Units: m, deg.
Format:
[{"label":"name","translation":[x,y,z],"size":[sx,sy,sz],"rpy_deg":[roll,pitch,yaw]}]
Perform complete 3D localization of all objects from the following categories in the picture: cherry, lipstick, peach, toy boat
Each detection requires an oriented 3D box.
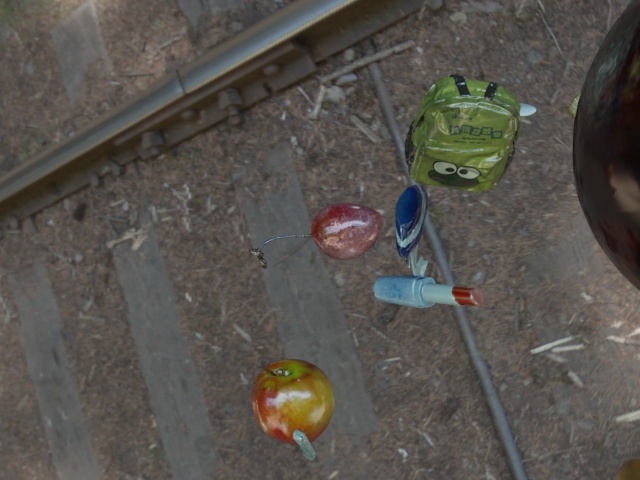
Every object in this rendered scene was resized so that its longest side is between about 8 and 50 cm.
[{"label":"cherry","translation":[0.000,0.000,1.157],"size":[0.226,0.107,0.090],"rpy_deg":[-20,61,19]},{"label":"lipstick","translation":[0.225,0.108,1.441],"size":[0.274,0.061,0.068],"rpy_deg":[1,100,52]},{"label":"peach","translation":[-0.059,0.360,1.521],"size":[0.198,0.197,0.197],"rpy_deg":[1,93,29]},{"label":"toy boat","translation":[0.232,0.005,1.733],"size":[0.071,0.210,0.291],"rpy_deg":[7,121,21]}]

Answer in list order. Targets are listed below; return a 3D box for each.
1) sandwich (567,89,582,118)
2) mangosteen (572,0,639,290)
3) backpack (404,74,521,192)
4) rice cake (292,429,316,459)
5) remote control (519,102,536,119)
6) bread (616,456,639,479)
[{"label":"sandwich","translation":[0.583,-0.207,1.152],"size":[0.288,0.100,0.254],"rpy_deg":[63,142,29]},{"label":"mangosteen","translation":[0.243,-0.086,0.312],"size":[0.232,0.231,0.288],"rpy_deg":[12,88,29]},{"label":"backpack","translation":[0.267,-0.202,1.288],"size":[0.207,0.253,0.139],"rpy_deg":[8,61,2]},{"label":"rice cake","translation":[-0.031,0.399,1.346],"size":[0.022,0.121,0.021],"rpy_deg":[18,60,24]},{"label":"remote control","translation":[0.359,-0.285,1.602],"size":[0.103,0.294,0.051],"rpy_deg":[-24,77,64]},{"label":"bread","translation":[0.621,0.479,1.314],"size":[0.093,0.239,0.073],"rpy_deg":[-15,88,17]}]
